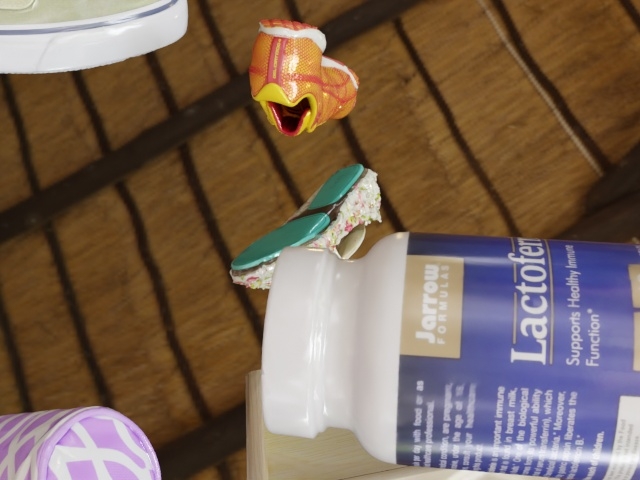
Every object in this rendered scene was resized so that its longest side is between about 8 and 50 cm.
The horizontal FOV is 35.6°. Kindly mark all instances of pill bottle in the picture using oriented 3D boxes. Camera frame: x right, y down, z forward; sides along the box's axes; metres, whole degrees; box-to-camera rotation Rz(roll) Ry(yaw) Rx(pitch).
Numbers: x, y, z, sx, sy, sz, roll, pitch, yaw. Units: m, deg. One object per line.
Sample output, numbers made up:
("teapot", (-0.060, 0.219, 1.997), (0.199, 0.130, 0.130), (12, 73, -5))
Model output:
("pill bottle", (0.102, 0.073, 0.645), (0.264, 0.153, 0.153), (3, -89, 6))

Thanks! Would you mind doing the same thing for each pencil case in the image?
("pencil case", (-0.182, 0.150, 0.598), (0.206, 0.086, 0.088), (-15, -59, 44))

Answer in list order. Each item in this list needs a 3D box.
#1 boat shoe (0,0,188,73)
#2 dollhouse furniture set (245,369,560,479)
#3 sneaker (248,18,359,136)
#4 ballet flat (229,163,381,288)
("boat shoe", (-0.245, -0.179, 0.709), (0.109, 0.302, 0.094), (-116, -155, -53))
("dollhouse furniture set", (0.096, 0.304, 0.969), (0.362, 0.256, 0.394), (-96, 174, -55))
("sneaker", (-0.016, -0.105, 0.704), (0.064, 0.175, 0.067), (13, -90, 16))
("ballet flat", (0.000, 0.000, 1.043), (0.091, 0.241, 0.077), (-7, -65, 41))
